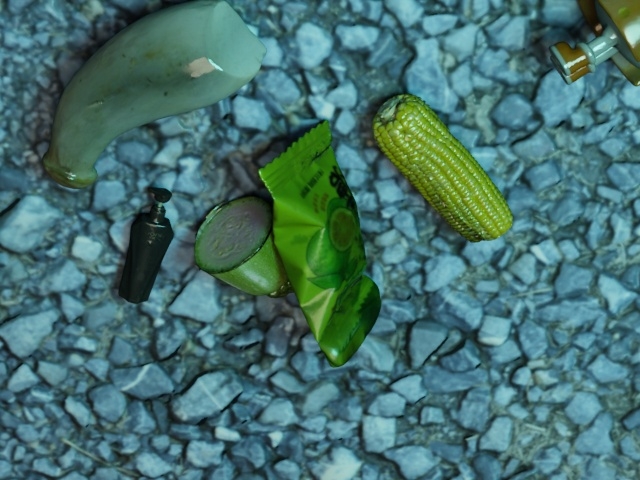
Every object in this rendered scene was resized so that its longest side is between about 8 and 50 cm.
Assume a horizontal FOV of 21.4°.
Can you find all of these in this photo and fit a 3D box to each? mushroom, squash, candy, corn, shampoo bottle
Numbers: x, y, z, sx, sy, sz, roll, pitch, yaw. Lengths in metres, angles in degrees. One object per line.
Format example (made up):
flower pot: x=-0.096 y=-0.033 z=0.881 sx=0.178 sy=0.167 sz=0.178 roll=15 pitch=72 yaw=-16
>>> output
mushroom: x=-0.192 y=-0.154 z=1.736 sx=0.270 sy=0.103 sz=0.118 roll=-29 pitch=112 yaw=22
squash: x=-0.064 y=0.028 z=1.854 sx=0.105 sy=0.105 sz=0.132 roll=-31 pitch=133 yaw=11
candy: x=0.000 y=0.000 z=1.818 sx=0.069 sy=0.149 sz=0.246 roll=0 pitch=120 yaw=26
corn: x=0.132 y=-0.075 z=1.819 sx=0.072 sy=0.072 sz=0.203 roll=-38 pitch=116 yaw=14
shampoo bottle: x=-0.189 y=0.006 z=1.854 sx=0.048 sy=0.027 sz=0.137 roll=13 pitch=116 yaw=-14

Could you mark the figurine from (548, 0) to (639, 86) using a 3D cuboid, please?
figurine: x=0.359 y=-0.241 z=1.715 sx=0.271 sy=0.143 sz=0.143 roll=-17 pitch=118 yaw=5
